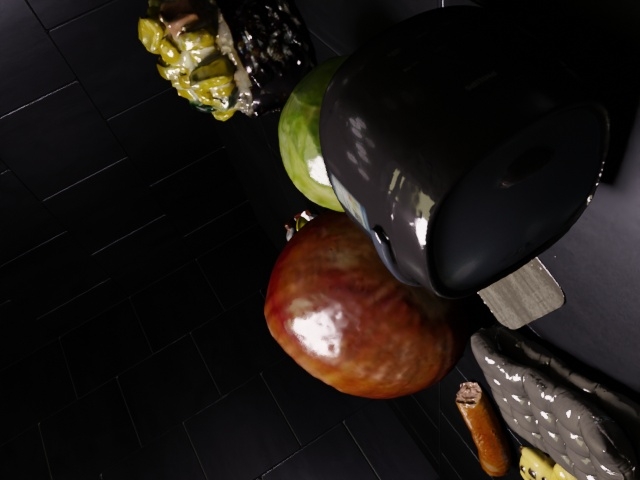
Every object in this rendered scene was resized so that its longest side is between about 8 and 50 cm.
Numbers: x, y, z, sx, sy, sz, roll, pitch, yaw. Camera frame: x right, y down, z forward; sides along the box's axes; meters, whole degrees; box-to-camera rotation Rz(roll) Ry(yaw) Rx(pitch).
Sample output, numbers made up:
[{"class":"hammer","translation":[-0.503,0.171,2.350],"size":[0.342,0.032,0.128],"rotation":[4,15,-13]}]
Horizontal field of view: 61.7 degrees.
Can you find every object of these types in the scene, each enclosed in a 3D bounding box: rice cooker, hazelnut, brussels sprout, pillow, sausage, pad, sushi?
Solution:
[{"class":"rice cooker","translation":[0.132,-0.089,0.550],"size":[0.224,0.267,0.267],"rotation":[52,167,39]},{"class":"hazelnut","translation":[0.101,0.123,1.081],"size":[0.421,0.353,0.420],"rotation":[19,122,33]},{"class":"brussels sprout","translation":[0.056,-0.147,0.850],"size":[0.271,0.219,0.210],"rotation":[42,170,-31]},{"class":"pillow","translation":[0.378,0.275,0.828],"size":[0.228,0.101,0.326],"rotation":[63,171,-24]},{"class":"sausage","translation":[0.407,0.476,1.309],"size":[0.302,0.076,0.103],"rotation":[65,176,-23]},{"class":"pad","translation":[0.250,-0.005,0.747],"size":[0.249,0.055,0.323],"rotation":[56,174,14]},{"class":"sushi","translation":[-0.202,-0.392,1.152],"size":[0.328,0.285,0.328],"rotation":[62,169,-23]}]

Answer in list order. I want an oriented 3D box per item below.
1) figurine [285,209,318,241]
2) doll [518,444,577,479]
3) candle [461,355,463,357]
[{"class":"figurine","translation":[0.000,0.000,1.777],"size":[0.283,0.205,0.338],"rotation":[62,159,22]},{"class":"doll","translation":[0.444,0.435,0.993],"size":[0.117,0.086,0.291],"rotation":[42,168,11]},{"class":"candle","translation":[0.229,0.162,1.327],"size":[0.329,0.051,0.048],"rotation":[56,166,18]}]
